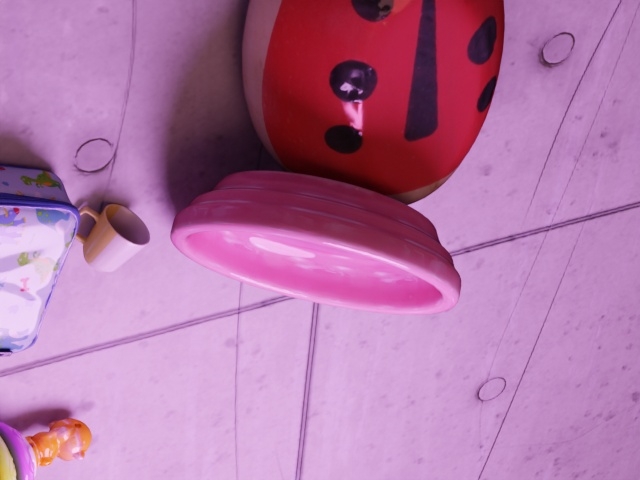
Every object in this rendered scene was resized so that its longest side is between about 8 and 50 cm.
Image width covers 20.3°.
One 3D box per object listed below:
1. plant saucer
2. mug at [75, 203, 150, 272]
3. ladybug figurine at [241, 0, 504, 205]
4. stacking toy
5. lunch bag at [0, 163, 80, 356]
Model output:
[{"bbox_3d":[0.000,0.000,2.013,0.332,0.332,0.084,25,72,-45],"label":"plant saucer"},{"bbox_3d":[-0.239,-0.003,2.007,0.064,0.078,0.062,-47,171,26],"label":"mug"},{"bbox_3d":[0.073,-0.201,1.932,0.305,0.162,0.449,-20,137,-15],"label":"ladybug figurine"},{"bbox_3d":[-0.399,0.268,2.101,0.302,0.175,0.166,-17,138,-39],"label":"stacking toy"},{"bbox_3d":[-0.369,0.024,1.916,0.176,0.090,0.219,8,123,-34],"label":"lunch bag"}]
